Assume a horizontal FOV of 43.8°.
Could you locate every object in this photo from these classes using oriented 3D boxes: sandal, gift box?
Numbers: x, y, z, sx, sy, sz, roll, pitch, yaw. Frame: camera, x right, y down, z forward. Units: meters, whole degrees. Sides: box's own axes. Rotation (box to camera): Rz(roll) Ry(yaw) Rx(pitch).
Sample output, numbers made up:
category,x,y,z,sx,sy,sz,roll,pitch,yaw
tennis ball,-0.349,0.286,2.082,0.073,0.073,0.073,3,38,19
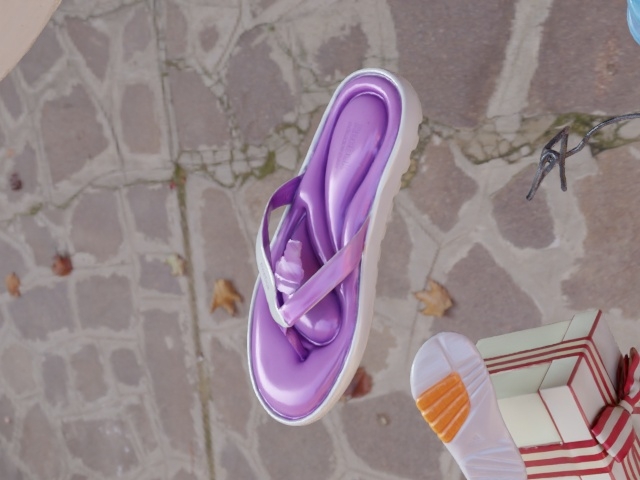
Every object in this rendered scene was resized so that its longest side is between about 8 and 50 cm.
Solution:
category,x,y,z,sx,sy,sz,roll,pitch,yaw
sandal,0.192,0.232,1.066,0.102,0.076,0.265,-25,107,3
gift box,0.374,0.282,1.226,0.258,0.255,0.276,-21,107,37
sandal,-0.012,-0.002,0.895,0.169,0.102,0.416,14,87,40

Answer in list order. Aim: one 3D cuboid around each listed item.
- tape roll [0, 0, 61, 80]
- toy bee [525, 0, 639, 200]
category,x,y,z,sx,sy,sz,roll,pitch,yaw
tape roll,-0.224,-0.163,0.328,0.100,0.286,0.286,33,120,15
toy bee,0.291,-0.145,0.559,0.162,0.195,0.298,27,124,16
